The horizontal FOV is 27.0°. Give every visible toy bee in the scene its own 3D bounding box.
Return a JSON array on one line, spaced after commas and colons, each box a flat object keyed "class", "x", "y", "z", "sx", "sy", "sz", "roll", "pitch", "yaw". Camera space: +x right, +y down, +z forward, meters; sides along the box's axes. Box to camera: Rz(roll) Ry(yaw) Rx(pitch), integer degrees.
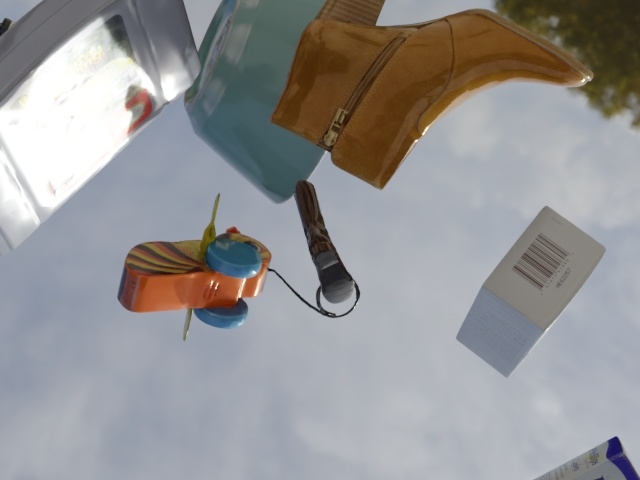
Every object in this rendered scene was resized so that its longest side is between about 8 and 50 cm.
[{"class": "toy bee", "x": -0.129, "y": 0.045, "z": 1.709, "sx": 0.298, "sy": 0.195, "sz": 0.162, "roll": 26, "pitch": -166, "yaw": -35}]

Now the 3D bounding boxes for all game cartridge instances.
[{"class": "game cartridge", "x": -0.233, "y": -0.131, "z": 1.215, "sx": 0.060, "sy": 0.196, "sz": 0.294, "roll": 35, "pitch": -109, "yaw": 26}]

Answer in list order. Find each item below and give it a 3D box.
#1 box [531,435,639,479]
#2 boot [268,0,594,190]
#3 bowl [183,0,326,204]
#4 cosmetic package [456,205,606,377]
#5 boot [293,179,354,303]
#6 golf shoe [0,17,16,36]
[{"class": "box", "x": 0.309, "y": 0.312, "z": 1.504, "sx": 0.126, "sy": 0.137, "sz": 0.072, "roll": 59, "pitch": -171, "yaw": -2}, {"class": "boot", "x": 0.112, "y": -0.146, "z": 1.389, "sx": 0.295, "sy": 0.211, "sz": 0.104, "roll": 23, "pitch": -175, "yaw": 3}, {"class": "bowl", "x": -0.068, "y": -0.217, "z": 1.713, "sx": 0.163, "sy": 0.311, "sz": 0.311, "roll": 21, "pitch": -155, "yaw": -16}, {"class": "cosmetic package", "x": 0.222, "y": 0.062, "z": 1.441, "sx": 0.085, "sy": 0.117, "sz": 0.231, "roll": 38, "pitch": 167, "yaw": 12}, {"class": "boot", "x": 0.000, "y": 0.000, "z": 1.467, "sx": 0.037, "sy": 0.106, "sz": 0.114, "roll": -19, "pitch": -131, "yaw": -3}, {"class": "golf shoe", "x": -0.427, "y": -0.243, "z": 1.664, "sx": 0.186, "sy": 0.086, "sz": 0.067, "roll": -4, "pitch": -128, "yaw": 31}]
